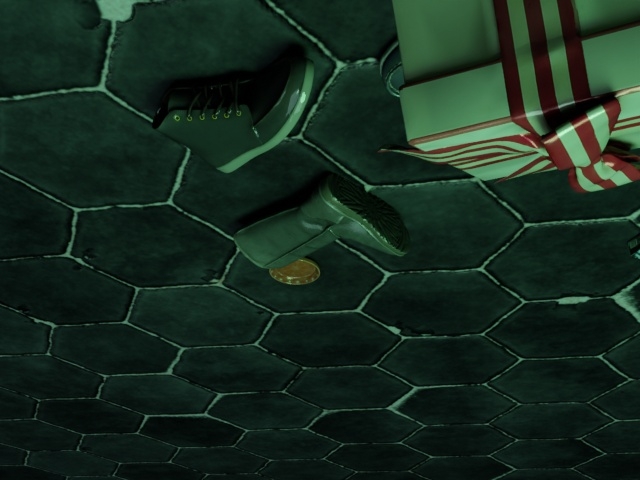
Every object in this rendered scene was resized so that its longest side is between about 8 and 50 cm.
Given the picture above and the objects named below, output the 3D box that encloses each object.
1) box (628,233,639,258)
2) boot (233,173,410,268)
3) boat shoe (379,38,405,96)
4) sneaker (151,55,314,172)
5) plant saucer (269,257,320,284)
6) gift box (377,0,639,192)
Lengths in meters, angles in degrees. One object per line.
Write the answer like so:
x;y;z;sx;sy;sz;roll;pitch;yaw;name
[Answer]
0.536;-0.008;1.209;0.093;0.027;0.137;13;146;-18;box
0.001;-0.001;1.214;0.189;0.076;0.208;37;130;-22;boot
0.182;-0.196;0.881;0.254;0.079;0.095;-10;146;20;boat shoe
-0.107;-0.157;0.961;0.118;0.083;0.222;23;144;-29;sneaker
-0.042;0.047;1.352;0.083;0.013;0.083;2;149;1;plant saucer
0.184;-0.171;0.696;0.276;0.258;0.255;-14;170;29;gift box
